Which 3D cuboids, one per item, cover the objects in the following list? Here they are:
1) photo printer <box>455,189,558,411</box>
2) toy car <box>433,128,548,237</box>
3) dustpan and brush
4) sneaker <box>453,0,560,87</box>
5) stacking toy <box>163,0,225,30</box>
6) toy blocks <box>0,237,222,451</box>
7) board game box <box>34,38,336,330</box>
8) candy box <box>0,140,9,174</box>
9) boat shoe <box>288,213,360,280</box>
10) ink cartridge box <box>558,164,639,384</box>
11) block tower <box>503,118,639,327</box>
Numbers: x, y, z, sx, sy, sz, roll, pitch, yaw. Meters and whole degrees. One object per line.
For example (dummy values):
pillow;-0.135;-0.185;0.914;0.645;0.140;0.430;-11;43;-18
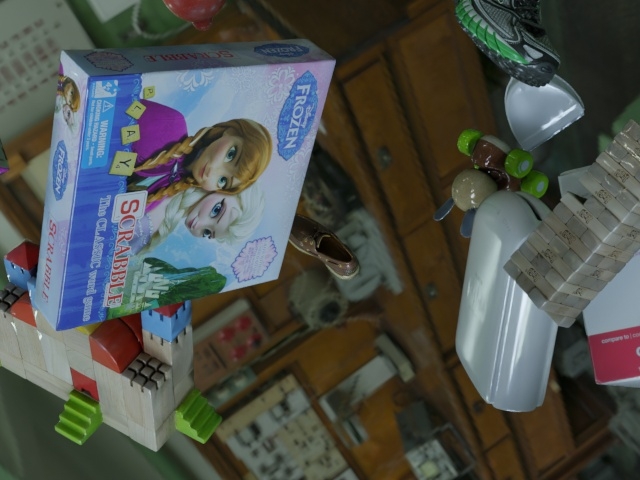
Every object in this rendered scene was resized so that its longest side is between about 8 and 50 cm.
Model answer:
photo printer;0.300;0.079;1.544;0.256;0.107;0.308;-106;21;-72
toy car;0.305;-0.093;1.855;0.155;0.188;0.149;33;173;46
dustpan and brush;0.394;-0.297;1.884;0.211;0.147;0.060;50;-149;-7
sneaker;0.274;-0.364;1.443;0.134;0.146;0.344;27;-146;-42
stacking toy;-0.114;-0.438;1.245;0.130;0.309;0.279;32;-149;-11
toy blocks;-0.321;0.121;1.355;0.381;0.191;0.261;24;137;19
board game box;-0.155;-0.068;1.120;0.066;0.318;0.319;42;130;36
candy box;-0.559;-0.081;1.299;0.159;0.233;0.071;8;-122;-64
boat shoe;0.000;0.000;1.788;0.178;0.064;0.060;37;161;18
ink cartridge box;0.462;0.052;1.406;0.226;0.131;0.306;12;-112;-54
block tower;0.375;-0.042;1.243;0.097;0.335;0.091;14;-150;-43
